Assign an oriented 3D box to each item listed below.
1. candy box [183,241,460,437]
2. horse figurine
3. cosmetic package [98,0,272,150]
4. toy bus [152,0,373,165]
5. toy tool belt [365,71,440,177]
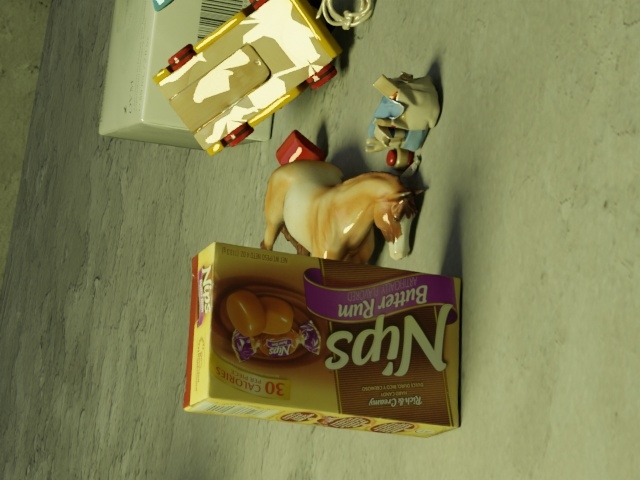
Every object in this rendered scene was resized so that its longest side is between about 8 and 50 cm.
[{"bbox_3d":[0.003,0.070,1.183,0.053,0.186,0.109,147,129,-63],"label":"candy box"},{"bbox_3d":[0.000,0.000,1.420,0.263,0.066,0.175,-133,47,-64],"label":"horse figurine"},{"bbox_3d":[-0.134,-0.215,1.792,0.224,0.138,0.224,178,99,-73],"label":"cosmetic package"},{"bbox_3d":[-0.047,-0.169,1.552,0.104,0.202,0.191,-52,-27,-62],"label":"toy bus"},{"bbox_3d":[0.054,-0.089,1.310,0.052,0.051,0.083,-103,27,-47],"label":"toy tool belt"}]
